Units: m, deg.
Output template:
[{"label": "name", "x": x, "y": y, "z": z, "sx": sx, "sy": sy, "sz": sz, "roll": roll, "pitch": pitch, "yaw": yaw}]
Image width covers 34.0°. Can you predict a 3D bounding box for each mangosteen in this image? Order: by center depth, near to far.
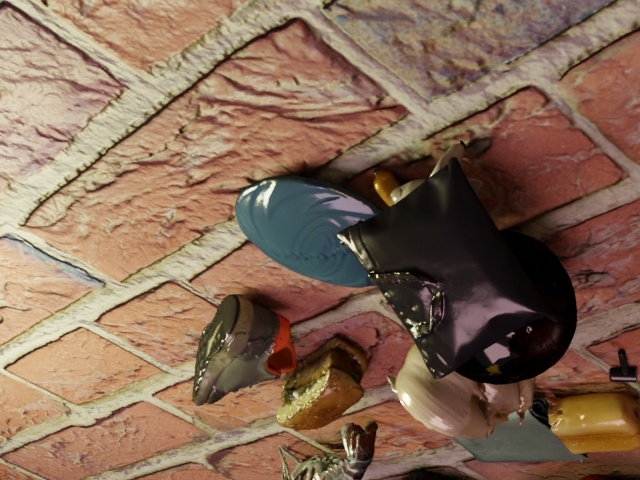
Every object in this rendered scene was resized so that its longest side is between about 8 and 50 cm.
[{"label": "mangosteen", "x": 0.258, "y": 0.097, "z": 1.557, "sx": 0.228, "sy": 0.228, "sz": 0.265, "roll": 20, "pitch": 179, "yaw": -10}]

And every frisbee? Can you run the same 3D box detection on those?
[{"label": "frisbee", "x": -0.001, "y": 0.004, "z": 1.606, "sx": 0.289, "sy": 0.049, "sz": 0.289, "roll": 15, "pitch": 151, "yaw": 9}]

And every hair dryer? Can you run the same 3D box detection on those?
[{"label": "hair dryer", "x": 0.516, "y": 0.215, "z": 1.791, "sx": 0.047, "sy": 0.026, "sz": 0.083, "roll": -2, "pitch": 141, "yaw": 21}]

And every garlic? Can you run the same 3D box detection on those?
[{"label": "garlic", "x": 0.258, "y": 0.221, "z": 1.713, "sx": 0.203, "sy": 0.185, "sz": 0.281, "roll": 41, "pitch": -168, "yaw": 21}]

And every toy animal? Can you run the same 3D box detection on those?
[{"label": "toy animal", "x": 0.151, "y": -0.063, "z": 1.466, "sx": 0.127, "sy": 0.131, "sz": 0.182, "roll": -24, "pitch": 150, "yaw": -2}]

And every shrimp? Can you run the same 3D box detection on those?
[{"label": "shrimp", "x": 0.005, "y": 0.515, "z": 2.318, "sx": 0.221, "sy": 0.166, "sz": 0.410, "roll": -1, "pitch": 161, "yaw": -31}]

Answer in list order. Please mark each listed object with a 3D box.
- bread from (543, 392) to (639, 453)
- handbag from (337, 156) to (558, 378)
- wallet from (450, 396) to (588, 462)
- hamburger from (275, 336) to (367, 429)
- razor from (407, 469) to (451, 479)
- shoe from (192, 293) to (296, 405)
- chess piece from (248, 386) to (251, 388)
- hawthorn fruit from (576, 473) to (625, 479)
[{"label": "bread", "x": 0.507, "y": 0.327, "z": 1.906, "sx": 0.173, "sy": 0.085, "sz": 0.134, "roll": -10, "pitch": 137, "yaw": 34}, {"label": "handbag", "x": 0.163, "y": 0.045, "z": 1.399, "sx": 0.211, "sy": 0.088, "sz": 0.254, "roll": -32, "pitch": 93, "yaw": 31}, {"label": "wallet", "x": 0.360, "y": 0.372, "z": 2.060, "sx": 0.251, "sy": 0.054, "sz": 0.290, "roll": -7, "pitch": 147, "yaw": 35}, {"label": "hamburger", "x": 0.007, "y": 0.292, "z": 2.000, "sx": 0.131, "sy": 0.124, "sz": 0.262, "roll": 24, "pitch": 147, "yaw": -17}, {"label": "razor", "x": 0.338, "y": 0.625, "z": 2.399, "sx": 0.327, "sy": 0.107, "sz": 0.189, "roll": 16, "pitch": 148, "yaw": -4}, {"label": "shoe", "x": -0.134, "y": 0.217, "z": 1.954, "sx": 0.171, "sy": 0.132, "sz": 0.336, "roll": 12, "pitch": 145, "yaw": -15}, {"label": "chess piece", "x": -0.183, "y": 0.277, "z": 2.132, "sx": 0.092, "sy": 0.035, "sz": 0.035, "roll": 10, "pitch": 147, "yaw": 13}, {"label": "hawthorn fruit", "x": 0.608, "y": 0.703, "z": 2.163, "sx": 0.403, "sy": 0.403, "sz": 0.403, "roll": 10, "pitch": 147, "yaw": 6}]
